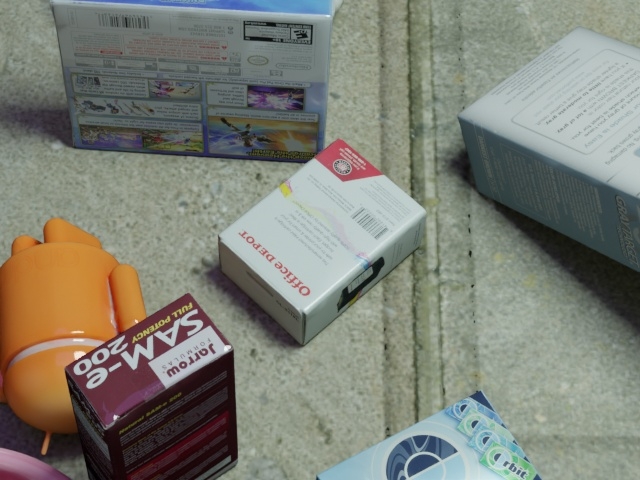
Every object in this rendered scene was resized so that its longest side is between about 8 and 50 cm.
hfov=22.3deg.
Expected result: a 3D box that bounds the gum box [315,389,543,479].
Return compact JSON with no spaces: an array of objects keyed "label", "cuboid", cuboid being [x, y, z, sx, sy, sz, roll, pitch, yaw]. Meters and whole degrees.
[{"label":"gum box","cuboid":[0.113,0.247,1.513,0.184,0.041,0.157,-24,62,-17]}]

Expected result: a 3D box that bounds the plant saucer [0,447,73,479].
[{"label":"plant saucer","cuboid":[-0.322,0.344,1.413,0.332,0.084,0.332,1,59,-1]}]

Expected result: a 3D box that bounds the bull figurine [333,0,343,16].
[{"label":"bull figurine","cuboid":[-0.128,-0.282,1.793,0.310,0.101,0.188,-18,57,-15]}]

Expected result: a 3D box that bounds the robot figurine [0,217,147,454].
[{"label":"robot figurine","cuboid":[-0.245,0.090,1.547,0.158,0.128,0.219,-6,58,-9]}]

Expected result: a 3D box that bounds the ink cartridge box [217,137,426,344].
[{"label":"ink cartridge box","cuboid":[0.000,0.000,1.640,0.175,0.072,0.127,-39,68,-23]}]

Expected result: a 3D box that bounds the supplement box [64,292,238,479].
[{"label":"supplement box","cuboid":[-0.145,0.158,1.441,0.130,0.239,0.073,-31,65,-20]}]

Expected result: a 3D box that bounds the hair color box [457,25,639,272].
[{"label":"hair color box","cuboid":[0.333,-0.073,1.589,0.185,0.113,0.374,-37,40,-21]}]

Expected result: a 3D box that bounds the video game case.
[{"label":"video game case","cuboid":[-0.124,-0.177,1.643,0.269,0.244,0.061,4,57,0]}]
